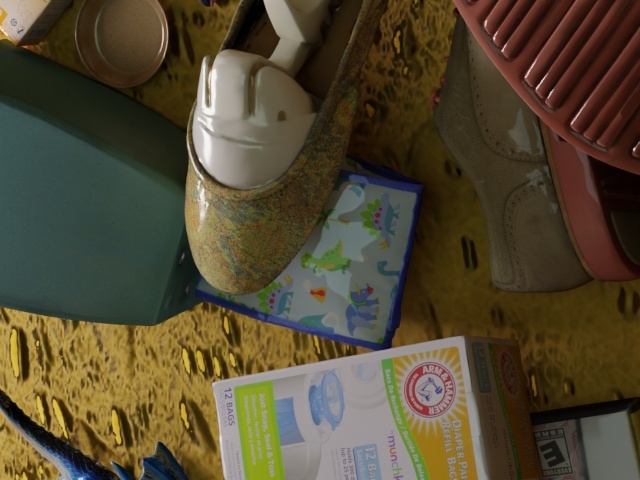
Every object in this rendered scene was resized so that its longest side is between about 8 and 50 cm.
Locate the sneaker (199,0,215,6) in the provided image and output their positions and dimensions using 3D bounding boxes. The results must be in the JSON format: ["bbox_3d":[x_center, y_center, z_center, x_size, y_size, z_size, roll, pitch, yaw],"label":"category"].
[{"bbox_3d":[-0.052,-0.212,1.484,0.119,0.047,0.057,-22,107,27],"label":"sneaker"}]

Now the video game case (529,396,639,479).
[{"bbox_3d":[0.128,0.257,1.464,0.275,0.035,0.248,-11,92,25],"label":"video game case"}]

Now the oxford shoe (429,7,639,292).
[{"bbox_3d":[0.119,-0.127,1.372,0.130,0.123,0.348,-16,88,32],"label":"oxford shoe"}]

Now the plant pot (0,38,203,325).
[{"bbox_3d":[-0.194,-0.031,1.506,0.234,0.165,0.165,22,105,15],"label":"plant pot"}]

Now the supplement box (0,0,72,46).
[{"bbox_3d":[-0.222,-0.208,1.559,0.062,0.036,0.098,46,112,12],"label":"supplement box"}]

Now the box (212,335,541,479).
[{"bbox_3d":[0.041,0.138,1.414,0.203,0.103,0.114,-12,81,25],"label":"box"}]

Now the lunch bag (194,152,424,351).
[{"bbox_3d":[0.000,0.000,1.454,0.151,0.096,0.128,18,104,31],"label":"lunch bag"}]

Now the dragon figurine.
[{"bbox_3d":[-0.149,0.213,1.555,0.144,0.085,0.289,-27,86,25],"label":"dragon figurine"}]

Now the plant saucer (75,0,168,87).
[{"bbox_3d":[-0.151,-0.160,1.545,0.083,0.015,0.083,3,98,24],"label":"plant saucer"}]

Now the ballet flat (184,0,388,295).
[{"bbox_3d":[-0.023,-0.137,1.375,0.123,0.123,0.348,21,83,21],"label":"ballet flat"}]

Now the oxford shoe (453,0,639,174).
[{"bbox_3d":[0.244,-0.113,1.271,0.397,0.146,0.140,39,122,-1],"label":"oxford shoe"}]
